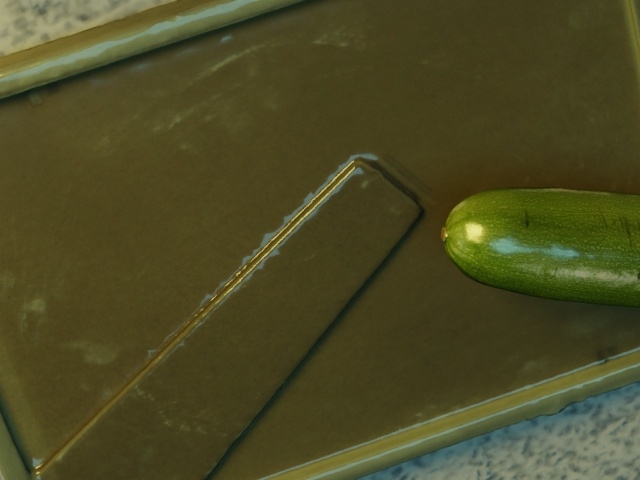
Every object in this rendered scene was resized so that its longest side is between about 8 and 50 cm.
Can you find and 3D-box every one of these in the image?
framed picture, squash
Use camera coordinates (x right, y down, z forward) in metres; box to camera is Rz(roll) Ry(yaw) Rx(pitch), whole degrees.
[{"bbox_3d":[0.000,0.000,0.969,0.446,0.028,0.326,-18,117,-4],"label":"framed picture"},{"bbox_3d":[0.187,0.007,0.961,0.252,0.066,0.066,5,113,-15],"label":"squash"}]
